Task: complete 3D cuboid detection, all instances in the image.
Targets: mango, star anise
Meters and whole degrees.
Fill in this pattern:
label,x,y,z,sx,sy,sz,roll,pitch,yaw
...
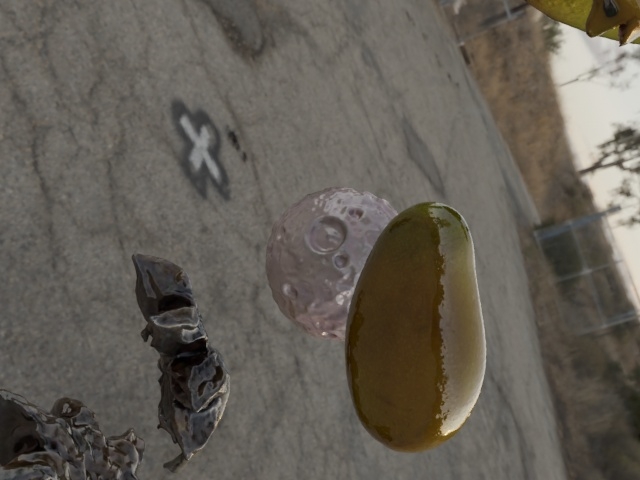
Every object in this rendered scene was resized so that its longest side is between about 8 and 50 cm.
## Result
label,x,y,z,sx,sy,sz,roll,pitch,yaw
mango,0.083,0.076,0.695,0.099,0.136,0.227,-8,109,-42
star anise,-0.293,0.309,0.942,0.315,0.108,0.315,55,12,-17
star anise,-0.145,0.134,0.839,0.230,0.081,0.262,-146,-134,-60

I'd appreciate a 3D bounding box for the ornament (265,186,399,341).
label,x,y,z,sx,sy,sz,roll,pitch,yaw
ornament,0.032,0.037,1.311,0.225,0.260,0.259,64,12,-62

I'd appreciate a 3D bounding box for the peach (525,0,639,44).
label,x,y,z,sx,sy,sz,roll,pitch,yaw
peach,0.362,-0.359,0.945,0.248,0.275,0.245,86,13,-53

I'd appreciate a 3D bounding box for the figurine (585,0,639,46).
label,x,y,z,sx,sy,sz,roll,pitch,yaw
figurine,0.352,-0.224,0.771,0.176,0.122,0.121,29,25,4

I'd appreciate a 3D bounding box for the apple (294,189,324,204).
label,x,y,z,sx,sy,sz,roll,pitch,yaw
apple,0.000,0.000,1.678,0.207,0.174,0.188,60,-27,28
